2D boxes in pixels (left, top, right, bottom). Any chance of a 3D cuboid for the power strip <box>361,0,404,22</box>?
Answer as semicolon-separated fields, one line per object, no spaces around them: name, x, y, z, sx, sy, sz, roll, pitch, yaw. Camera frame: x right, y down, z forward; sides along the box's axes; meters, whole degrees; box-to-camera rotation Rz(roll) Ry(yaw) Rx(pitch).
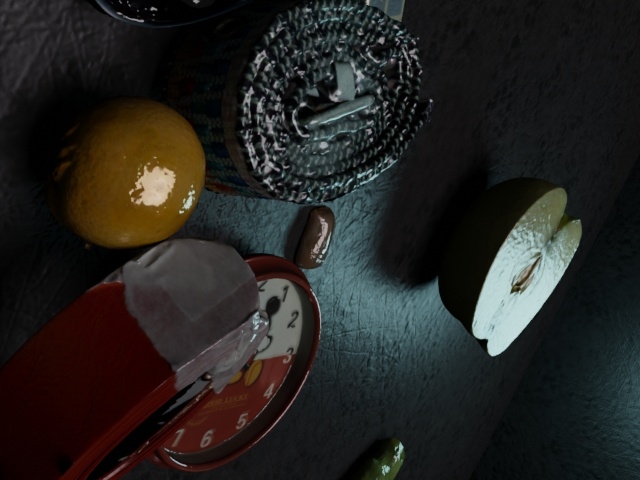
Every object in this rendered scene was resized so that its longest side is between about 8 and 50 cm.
power strip;0.074;-0.296;0.828;0.080;0.029;0.226;-26;136;-40

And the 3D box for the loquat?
loquat;-0.171;-0.057;0.575;0.141;0.141;0.141;-36;141;-36

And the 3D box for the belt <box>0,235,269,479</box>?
belt;-0.184;0.133;0.618;0.324;0.115;0.227;-46;167;21

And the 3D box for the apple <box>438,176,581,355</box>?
apple;0.409;0.058;1.395;0.360;0.320;0.311;-55;-172;-1

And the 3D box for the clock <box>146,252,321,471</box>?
clock;-0.124;0.163;0.881;0.318;0.080;0.318;-29;133;-38

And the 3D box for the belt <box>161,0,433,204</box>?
belt;-0.025;-0.156;0.700;0.295;0.161;0.206;-34;122;-41

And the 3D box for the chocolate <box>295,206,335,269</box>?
chocolate;0.000;0.000;0.980;0.064;0.031;0.100;-3;115;-60

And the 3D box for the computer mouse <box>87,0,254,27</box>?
computer mouse;-0.101;-0.257;0.558;0.233;0.096;0.137;-35;141;-39

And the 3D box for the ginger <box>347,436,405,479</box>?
ginger;0.110;0.592;1.569;0.290;0.089;0.137;-37;160;-41
